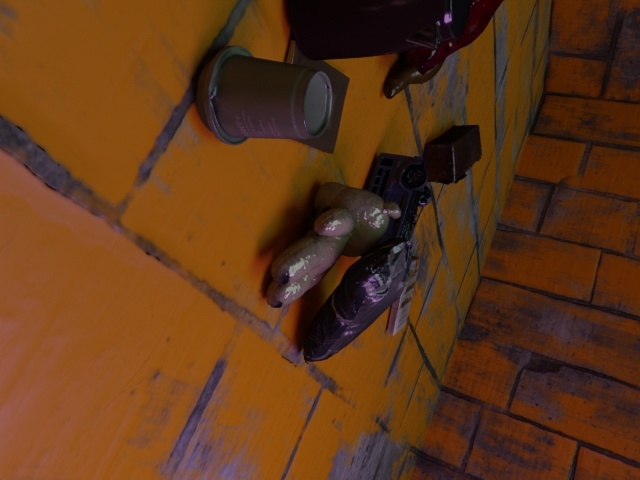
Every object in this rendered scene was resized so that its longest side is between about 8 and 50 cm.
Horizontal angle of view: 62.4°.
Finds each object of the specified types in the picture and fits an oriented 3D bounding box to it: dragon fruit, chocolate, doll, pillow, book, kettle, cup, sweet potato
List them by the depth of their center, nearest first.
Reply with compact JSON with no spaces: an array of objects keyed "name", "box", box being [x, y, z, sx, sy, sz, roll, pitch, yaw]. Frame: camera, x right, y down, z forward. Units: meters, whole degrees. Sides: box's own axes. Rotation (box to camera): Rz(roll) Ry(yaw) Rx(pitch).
[{"name":"cup","box":[-0.065,-0.169,0.636,0.120,0.141,0.120,-37,134,-52]},{"name":"kettle","box":[0.097,-0.349,0.741,0.144,0.232,0.202,46,56,-58]},{"name":"book","box":[-0.011,-0.223,0.856,0.198,0.016,0.139,2,102,-64]},{"name":"doll","box":[0.001,-0.003,0.918,0.278,0.175,0.149,-40,101,-38]},{"name":"pillow","box":[0.062,0.120,0.984,0.161,0.093,0.335,-24,157,-41]},{"name":"dragon fruit","box":[0.256,-0.484,1.018,0.330,0.302,0.240,-61,-162,0]},{"name":"sweet potato","box":[0.232,-0.428,1.175,0.108,0.079,0.346,37,70,-34]},{"name":"chocolate","box":[0.394,-0.263,1.560,0.321,0.111,0.112,-37,128,-51]}]

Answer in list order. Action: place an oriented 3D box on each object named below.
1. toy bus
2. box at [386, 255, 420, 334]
[{"name":"toy bus","box":[0.147,-0.036,1.152,0.125,0.133,0.292,45,61,-67]},{"name":"box","box":[0.249,0.163,1.586,0.122,0.032,0.221,-19,121,-60]}]
